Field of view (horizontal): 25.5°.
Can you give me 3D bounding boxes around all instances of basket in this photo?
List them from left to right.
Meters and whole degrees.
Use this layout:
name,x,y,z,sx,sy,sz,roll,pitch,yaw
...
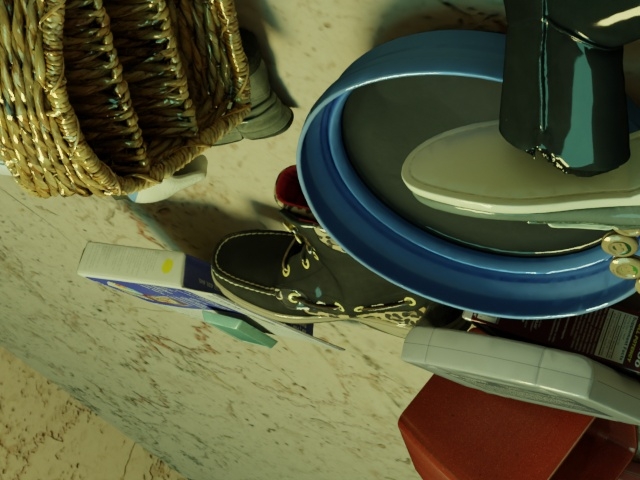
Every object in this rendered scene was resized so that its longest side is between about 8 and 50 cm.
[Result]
name,x,y,z,sx,sy,sz,roll,pitch,yaw
basket,-0.210,-0.191,1.420,0.223,0.213,0.299,0,130,11

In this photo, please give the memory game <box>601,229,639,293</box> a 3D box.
name,x,y,z,sx,sy,sz,roll,pitch,yaw
memory game,0.369,0.012,1.387,0.186,0.012,0.186,9,145,7

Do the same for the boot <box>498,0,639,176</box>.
name,x,y,z,sx,sy,sz,roll,pitch,yaw
boot,0.249,-0.152,1.168,0.246,0.094,0.207,18,129,39

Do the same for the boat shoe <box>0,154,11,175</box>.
name,x,y,z,sx,sy,sz,roll,pitch,yaw
boat shoe,-0.533,-0.194,2.081,0.302,0.109,0.094,28,155,11

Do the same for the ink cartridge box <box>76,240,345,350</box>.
name,x,y,z,sx,sy,sz,roll,pitch,yaw
ink cartridge box,-0.158,0.081,2.147,0.307,0.072,0.303,4,164,41

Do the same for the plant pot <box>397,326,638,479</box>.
name,x,y,z,sx,sy,sz,roll,pitch,yaw
plant pot,0.261,0.277,1.952,0.235,0.267,0.267,31,160,30

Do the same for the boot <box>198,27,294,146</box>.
name,x,y,z,sx,sy,sz,roll,pitch,yaw
boot,-0.165,-0.161,1.660,0.246,0.083,0.161,-4,146,12

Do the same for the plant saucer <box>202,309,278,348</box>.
name,x,y,z,sx,sy,sz,roll,pitch,yaw
plant saucer,-0.123,0.139,2.176,0.067,0.018,0.192,13,171,18

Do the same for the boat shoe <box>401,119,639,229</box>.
name,x,y,z,sx,sy,sz,roll,pitch,yaw
boat shoe,0.233,-0.040,1.291,0.319,0.116,0.099,1,138,19

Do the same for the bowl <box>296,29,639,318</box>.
name,x,y,z,sx,sy,sz,roll,pitch,yaw
bowl,0.170,-0.062,1.465,0.391,0.077,0.391,14,145,10

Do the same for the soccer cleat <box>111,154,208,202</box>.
name,x,y,z,sx,sy,sz,roll,pitch,yaw
soccer cleat,-0.245,-0.188,1.779,0.143,0.116,0.331,-13,132,13

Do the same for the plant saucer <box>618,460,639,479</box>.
name,x,y,z,sx,sy,sz,roll,pitch,yaw
plant saucer,0.500,0.431,2.177,0.332,0.084,0.332,25,158,11

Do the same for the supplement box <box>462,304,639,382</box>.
name,x,y,z,sx,sy,sz,roll,pitch,yaw
supplement box,0.304,0.105,1.698,0.239,0.073,0.130,18,174,23

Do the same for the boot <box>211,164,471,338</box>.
name,x,y,z,sx,sy,sz,roll,pitch,yaw
boot,0.000,0.000,1.807,0.377,0.138,0.284,14,154,25

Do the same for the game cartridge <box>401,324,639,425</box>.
name,x,y,z,sx,sy,sz,roll,pitch,yaw
game cartridge,0.249,0.161,1.718,0.196,0.060,0.294,19,172,-43
